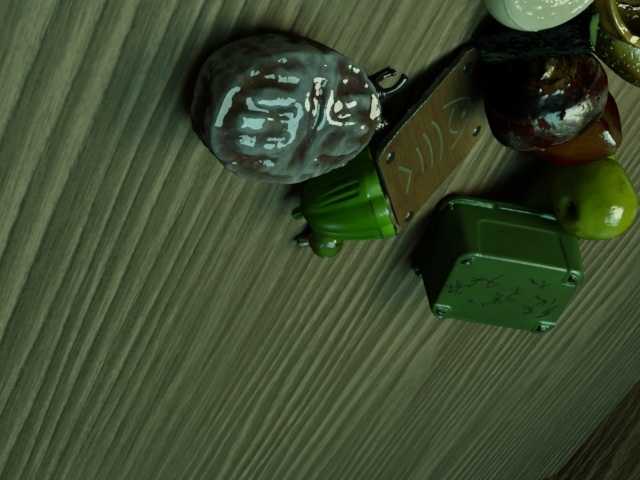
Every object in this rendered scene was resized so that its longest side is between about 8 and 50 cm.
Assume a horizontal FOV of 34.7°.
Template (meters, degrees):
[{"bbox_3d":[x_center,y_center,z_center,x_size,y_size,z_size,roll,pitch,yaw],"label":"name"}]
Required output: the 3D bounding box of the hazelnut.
[{"bbox_3d":[0.499,-0.229,2.003,0.208,0.208,0.208,-27,147,-19],"label":"hazelnut"}]

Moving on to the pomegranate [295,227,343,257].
[{"bbox_3d":[0.002,0.000,1.927,0.085,0.073,0.073,-12,162,29],"label":"pomegranate"}]

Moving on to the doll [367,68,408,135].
[{"bbox_3d":[0.068,-0.222,1.707,0.165,0.057,0.139,-24,147,-21],"label":"doll"}]

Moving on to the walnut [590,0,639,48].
[{"bbox_3d":[0.511,-0.405,1.719,0.211,0.087,0.167,13,86,-40],"label":"walnut"}]

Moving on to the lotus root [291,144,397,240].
[{"bbox_3d":[0.030,-0.068,1.788,0.186,0.186,0.186,-27,147,-19],"label":"lotus root"}]

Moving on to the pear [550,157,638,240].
[{"bbox_3d":[0.575,-0.089,2.109,0.216,0.180,0.166,-14,153,-43],"label":"pear"}]

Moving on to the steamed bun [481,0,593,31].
[{"bbox_3d":[0.338,-0.449,1.599,0.232,0.145,0.231,-18,139,-16],"label":"steamed bun"}]

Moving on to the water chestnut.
[{"bbox_3d":[0.400,-0.257,1.848,0.224,0.223,0.238,-36,134,-5],"label":"water chestnut"}]

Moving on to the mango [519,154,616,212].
[{"bbox_3d":[0.555,-0.117,2.267,0.185,0.149,0.273,17,116,-51],"label":"mango"}]

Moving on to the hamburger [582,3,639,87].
[{"bbox_3d":[0.556,-0.374,1.883,0.215,0.189,0.122,33,103,-17],"label":"hamburger"}]

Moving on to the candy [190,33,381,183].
[{"bbox_3d":[-0.055,-0.196,1.517,0.290,0.157,0.214,-1,119,-37],"label":"candy"}]

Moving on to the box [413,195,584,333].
[{"bbox_3d":[0.386,0.060,2.177,0.329,0.177,0.252,8,132,-12],"label":"box"}]

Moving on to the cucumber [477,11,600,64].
[{"bbox_3d":[0.362,-0.345,1.709,0.062,0.211,0.078,27,74,-37],"label":"cucumber"}]

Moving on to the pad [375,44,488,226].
[{"bbox_3d":[0.212,-0.186,1.875,0.284,0.018,0.286,-49,153,-13],"label":"pad"}]
